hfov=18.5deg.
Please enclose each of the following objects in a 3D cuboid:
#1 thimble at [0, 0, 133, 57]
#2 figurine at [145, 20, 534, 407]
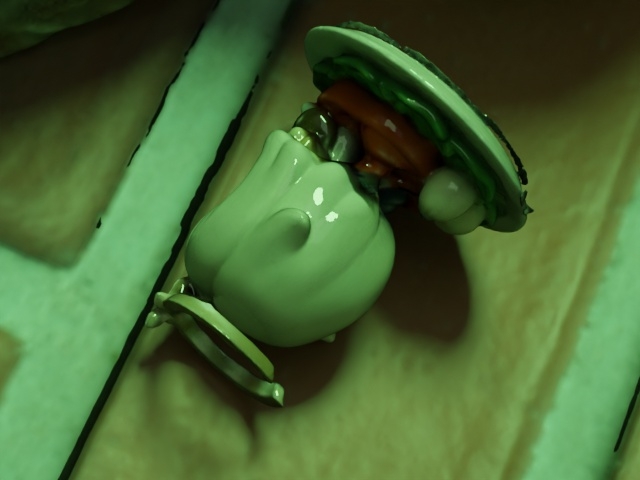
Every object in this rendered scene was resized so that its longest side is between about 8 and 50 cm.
[{"bbox_3d":[-0.157,-0.168,0.844,0.229,0.196,0.148,-9,69,-46],"label":"thimble"},{"bbox_3d":[0.000,0.000,0.850,0.132,0.132,0.154,41,78,7],"label":"figurine"}]
